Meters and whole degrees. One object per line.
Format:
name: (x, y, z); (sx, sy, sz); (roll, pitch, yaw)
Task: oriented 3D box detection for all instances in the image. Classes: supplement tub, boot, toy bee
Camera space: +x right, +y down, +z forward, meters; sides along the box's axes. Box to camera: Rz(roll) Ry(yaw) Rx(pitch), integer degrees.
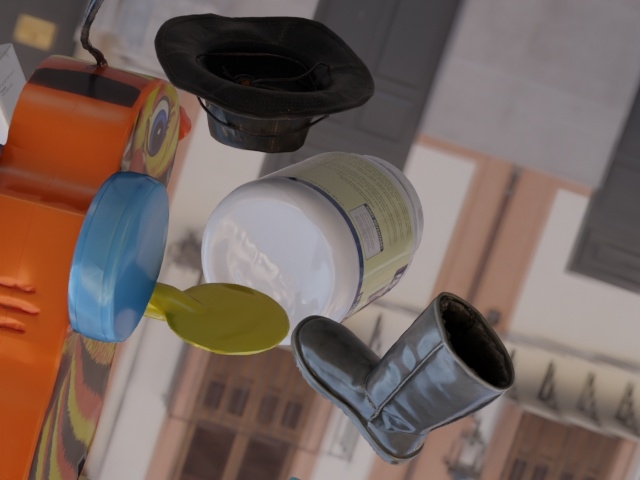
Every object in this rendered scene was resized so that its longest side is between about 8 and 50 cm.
supplement tub: (0.000, 0.000, 2.036); (0.235, 0.235, 0.325); (21, -159, 20)
boot: (0.070, 0.106, 1.301); (0.189, 0.076, 0.208); (44, 150, 9)
toy bee: (-0.095, -0.012, 0.616); (0.195, 0.298, 0.162); (35, -168, 5)

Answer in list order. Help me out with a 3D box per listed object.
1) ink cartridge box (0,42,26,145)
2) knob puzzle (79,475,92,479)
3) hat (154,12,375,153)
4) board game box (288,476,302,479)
ink cartridge box: (-0.245, -0.072, 1.002); (0.088, 0.122, 0.052); (-6, -148, 17)
knob puzzle: (-0.254, 0.306, 1.336); (0.213, 0.213, 0.030); (23, 168, 32)
hat: (-0.082, -0.200, 1.966); (0.331, 0.134, 0.331); (6, -148, -4)
board game box: (-0.052, 0.429, 1.293); (0.079, 0.336, 0.254); (12, 142, 50)
